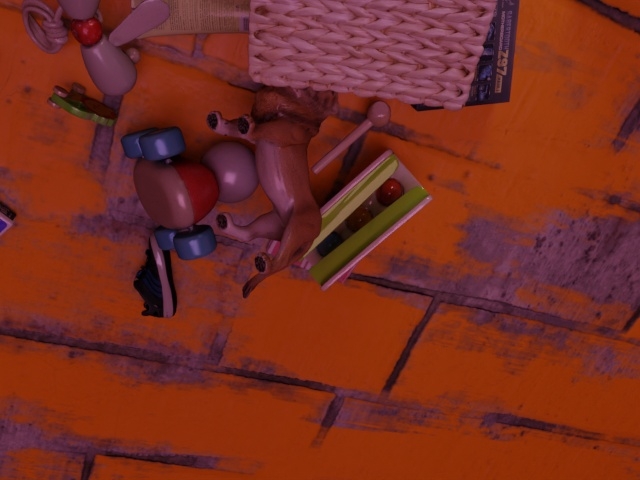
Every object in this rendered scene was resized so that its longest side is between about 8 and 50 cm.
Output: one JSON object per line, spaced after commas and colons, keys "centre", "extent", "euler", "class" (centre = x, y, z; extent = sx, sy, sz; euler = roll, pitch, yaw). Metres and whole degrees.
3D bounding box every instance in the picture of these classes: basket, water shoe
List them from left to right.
{"centre": [-0.343, 0.078, 1.222], "extent": [0.080, 0.073, 0.203], "euler": [-3, 120, -5], "class": "water shoe"}
{"centre": [0.084, -0.371, 0.848], "extent": [0.328, 0.331, 0.267], "euler": [9, 121, 4], "class": "basket"}

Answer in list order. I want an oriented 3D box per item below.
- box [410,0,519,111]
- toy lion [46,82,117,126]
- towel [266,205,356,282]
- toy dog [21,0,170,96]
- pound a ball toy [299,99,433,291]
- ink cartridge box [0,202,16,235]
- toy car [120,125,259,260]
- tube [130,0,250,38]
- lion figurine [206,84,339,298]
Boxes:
{"centre": [0.255, -0.357, 1.077], "extent": [0.183, 0.059, 0.233], "euler": [-7, 120, -5], "class": "box"}
{"centre": [-0.397, -0.226, 1.023], "extent": [0.096, 0.100, 0.034], "euler": [35, 108, -5], "class": "toy lion"}
{"centre": [0.000, 0.000, 1.264], "extent": [0.196, 0.029, 0.144], "euler": [23, 113, -18], "class": "towel"}
{"centre": [-0.328, -0.394, 0.885], "extent": [0.220, 0.161, 0.334], "euler": [37, 151, 6], "class": "toy dog"}
{"centre": [0.065, -0.086, 1.160], "extent": [0.319, 0.136, 0.208], "euler": [-42, 88, 9], "class": "pound a ball toy"}
{"centre": [-0.714, -0.041, 1.104], "extent": [0.208, 0.045, 0.206], "euler": [-38, 119, 12], "class": "ink cartridge box"}
{"centre": [-0.201, -0.116, 1.098], "extent": [0.237, 0.210, 0.219], "euler": [-25, 111, -28], "class": "toy car"}
{"centre": [-0.192, -0.379, 0.994], "extent": [0.240, 0.062, 0.070], "euler": [0, 77, -4], "class": "tube"}
{"centre": [-0.060, -0.112, 1.034], "extent": [0.240, 0.142, 0.393], "euler": [-11, 105, -50], "class": "lion figurine"}
